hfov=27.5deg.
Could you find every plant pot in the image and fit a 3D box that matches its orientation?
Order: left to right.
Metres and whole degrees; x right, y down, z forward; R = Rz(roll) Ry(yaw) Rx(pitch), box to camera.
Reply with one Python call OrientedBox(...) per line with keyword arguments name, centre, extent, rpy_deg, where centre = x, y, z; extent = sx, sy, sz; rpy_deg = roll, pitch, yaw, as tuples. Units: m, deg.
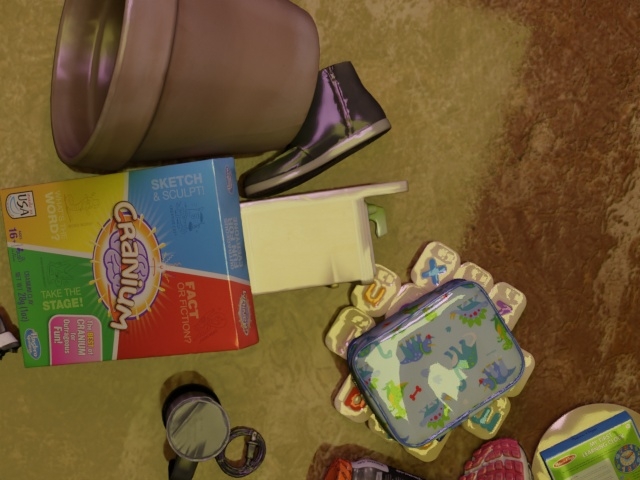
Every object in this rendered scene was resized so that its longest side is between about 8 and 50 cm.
OrientedBox(name="plant pot", centre=(-0.166, -0.232, 1.663), extent=(0.280, 0.323, 0.323), rpy_deg=(9, 90, -26))

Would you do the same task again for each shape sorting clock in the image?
OrientedBox(name="shape sorting clock", centre=(0.403, 0.336, 1.875), extent=(0.206, 0.040, 0.206), rpy_deg=(0, 93, -5))

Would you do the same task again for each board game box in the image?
OrientedBox(name="board game box", centre=(-0.248, 0.031, 1.679), extent=(0.316, 0.064, 0.242), rpy_deg=(-7, 93, 22))

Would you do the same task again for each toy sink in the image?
OrientedBox(name="toy sink", centre=(0.000, 0.000, 1.748), extent=(0.234, 0.153, 0.131), rpy_deg=(-9, 93, -10))

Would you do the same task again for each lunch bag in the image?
OrientedBox(name="lunch bag", centre=(0.157, 0.170, 1.786), extent=(0.219, 0.090, 0.176), rpy_deg=(-33, 95, -7))

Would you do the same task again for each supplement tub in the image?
OrientedBox(name="supplement tub", centre=(0.096, 0.371, 1.789), extent=(0.190, 0.117, 0.117), rpy_deg=(22, 88, -9))

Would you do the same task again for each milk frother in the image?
OrientedBox(name="milk frother", centre=(-0.137, 0.262, 1.740), extent=(0.143, 0.135, 0.129), rpy_deg=(0, 92, -9))

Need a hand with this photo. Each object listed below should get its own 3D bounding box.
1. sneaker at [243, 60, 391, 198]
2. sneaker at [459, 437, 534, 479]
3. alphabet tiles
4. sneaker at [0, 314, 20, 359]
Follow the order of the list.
OrientedBox(name="sneaker", centre=(-0.026, -0.149, 1.785), extent=(0.222, 0.083, 0.118), rpy_deg=(-29, 85, -9))
OrientedBox(name="sneaker", centre=(0.271, 0.427, 1.831), extent=(0.112, 0.120, 0.299), rpy_deg=(4, 78, -47))
OrientedBox(name="alphabet tiles", centre=(0.155, 0.156, 1.841), extent=(0.284, 0.021, 0.278), rpy_deg=(31, 86, -9))
OrientedBox(name="sneaker", centre=(-0.519, 0.142, 1.710), extent=(0.234, 0.078, 0.106), rpy_deg=(-24, 84, -4))
